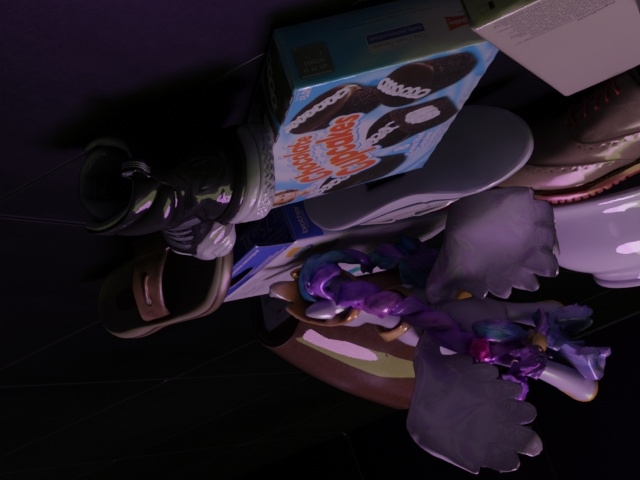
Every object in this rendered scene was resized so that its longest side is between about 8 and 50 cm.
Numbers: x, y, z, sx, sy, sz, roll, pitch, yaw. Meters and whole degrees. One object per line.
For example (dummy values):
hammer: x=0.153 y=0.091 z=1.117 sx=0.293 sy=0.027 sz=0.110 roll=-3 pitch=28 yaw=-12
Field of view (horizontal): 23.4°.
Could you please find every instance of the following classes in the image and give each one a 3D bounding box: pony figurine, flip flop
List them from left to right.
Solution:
flip flop: x=-0.175 y=0.033 z=1.632 sx=0.080 sy=0.112 sz=0.277 roll=9 pitch=157 yaw=-35
pony figurine: x=0.163 y=0.101 z=1.743 sx=0.351 sy=0.303 sz=0.363 roll=7 pitch=172 yaw=44

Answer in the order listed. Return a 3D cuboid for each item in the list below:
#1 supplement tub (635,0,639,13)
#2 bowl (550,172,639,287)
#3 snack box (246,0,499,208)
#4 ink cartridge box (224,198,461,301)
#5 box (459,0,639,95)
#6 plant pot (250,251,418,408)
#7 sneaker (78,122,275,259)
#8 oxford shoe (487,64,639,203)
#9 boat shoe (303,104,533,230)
supplement tub: x=0.395 y=-0.231 z=1.038 sx=0.241 sy=0.241 sz=0.331 roll=-9 pitch=164 yaw=-37
bowl: x=0.372 y=-0.031 z=1.809 sx=0.297 sy=0.134 sz=0.298 roll=-17 pitch=-168 yaw=4
snack box: x=0.033 y=-0.119 z=1.371 sx=0.187 sy=0.060 sz=0.322 roll=-15 pitch=166 yaw=-13
ink cartridge box: x=0.000 y=0.000 z=1.797 sx=0.311 sy=0.065 sz=0.186 roll=-13 pitch=164 yaw=-37
box: x=0.190 y=-0.197 z=1.206 sx=0.113 sy=0.094 sz=0.275 roll=-24 pitch=166 yaw=18
plant pot: x=0.031 y=0.100 z=2.000 sx=0.230 sy=0.215 sz=0.215 roll=13 pitch=149 yaw=-39
sneaker: x=-0.143 y=-0.043 z=1.369 sx=0.153 sy=0.101 sz=0.268 roll=-1 pitch=169 yaw=-19
oxford shoe: x=0.310 y=-0.137 z=1.658 sx=0.348 sy=0.123 sz=0.130 roll=-15 pitch=132 yaw=11
boat shoe: x=0.108 y=-0.076 z=1.614 sx=0.258 sy=0.095 sz=0.084 roll=-14 pitch=174 yaw=26
